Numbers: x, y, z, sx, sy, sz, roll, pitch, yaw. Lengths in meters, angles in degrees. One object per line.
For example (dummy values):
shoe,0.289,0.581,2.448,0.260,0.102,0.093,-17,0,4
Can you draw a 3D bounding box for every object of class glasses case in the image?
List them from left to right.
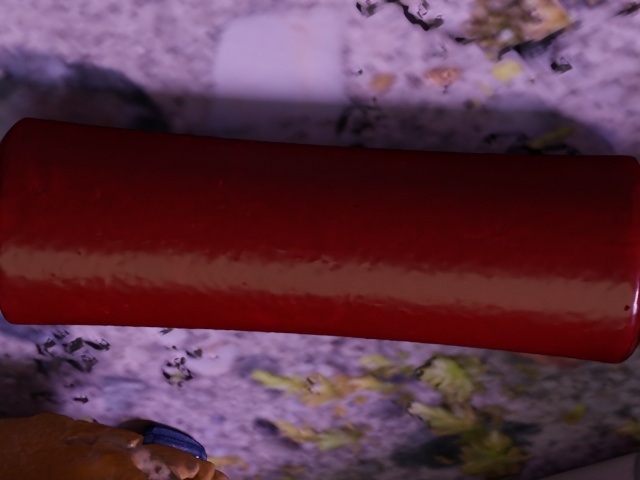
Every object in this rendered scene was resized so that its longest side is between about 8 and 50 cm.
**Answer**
glasses case,-0.078,0.120,0.789,0.033,0.023,0.083,18,136,-8

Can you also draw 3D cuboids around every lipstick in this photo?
lipstick,0.000,0.000,0.616,0.241,0.080,0.080,4,136,2

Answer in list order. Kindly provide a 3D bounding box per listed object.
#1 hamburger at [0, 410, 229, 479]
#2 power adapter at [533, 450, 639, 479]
hamburger,-0.167,0.166,0.742,0.283,0.156,0.144,-15,120,32
power adapter,0.141,0.174,0.748,0.205,0.130,0.125,-21,130,24
